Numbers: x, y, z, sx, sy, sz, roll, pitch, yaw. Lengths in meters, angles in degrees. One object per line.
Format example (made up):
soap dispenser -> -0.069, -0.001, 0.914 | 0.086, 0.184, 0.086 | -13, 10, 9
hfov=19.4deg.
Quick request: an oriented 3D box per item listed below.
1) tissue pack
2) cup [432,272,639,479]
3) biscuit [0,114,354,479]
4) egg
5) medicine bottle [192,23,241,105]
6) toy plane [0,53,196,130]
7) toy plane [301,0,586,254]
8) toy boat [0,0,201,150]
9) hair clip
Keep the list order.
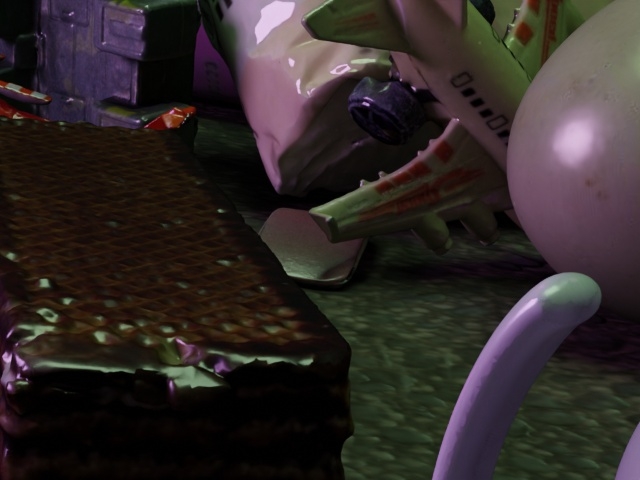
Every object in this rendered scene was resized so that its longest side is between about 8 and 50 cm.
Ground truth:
tissue pack -> 0.054, -0.191, 1.204 | 0.390, 0.195, 0.376 | -4, 56, -37
cup -> 0.118, 0.076, 0.429 | 0.134, 0.142, 0.173 | 2, 13, -23
biscuit -> -0.082, 0.020, 0.726 | 0.107, 0.073, 0.388 | 3, 13, -14
egg -> 0.204, -0.043, 0.911 | 0.253, 0.189, 0.188 | -10, 19, -28
medicine bottle -> -0.084, -0.213, 1.452 | 0.325, 0.212, 0.212 | 11, 13, 13
toy plane -> -0.167, -0.062, 1.009 | 0.194, 0.077, 0.126 | 1, 20, -12
toy plane -> 0.087, -0.071, 0.984 | 0.104, 0.242, 0.256 | 17, -26, 39
toy boat -> -0.203, -0.123, 1.129 | 0.319, 0.141, 0.092 | 16, 22, 35
hair clip -> 0.000, -0.002, 0.982 | 0.054, 0.022, 0.137 | 10, 12, 8
